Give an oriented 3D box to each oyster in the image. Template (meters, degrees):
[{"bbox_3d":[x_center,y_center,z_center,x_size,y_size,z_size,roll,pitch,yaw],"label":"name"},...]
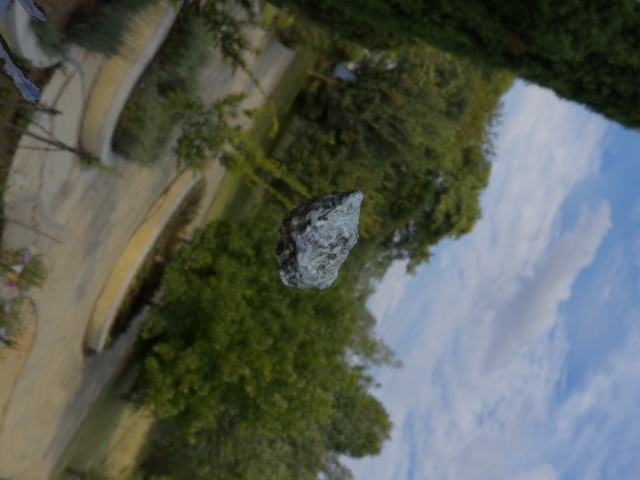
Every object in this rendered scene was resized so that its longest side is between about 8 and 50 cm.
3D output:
[{"bbox_3d":[0.001,0.000,0.787,0.037,0.098,0.100,129,-46,-86],"label":"oyster"}]

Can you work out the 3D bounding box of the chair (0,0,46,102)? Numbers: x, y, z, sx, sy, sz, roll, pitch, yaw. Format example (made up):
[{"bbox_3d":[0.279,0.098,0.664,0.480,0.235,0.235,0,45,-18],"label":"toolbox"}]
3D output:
[{"bbox_3d":[-0.442,-0.282,0.804,0.319,0.186,0.160,74,9,-63],"label":"chair"}]
